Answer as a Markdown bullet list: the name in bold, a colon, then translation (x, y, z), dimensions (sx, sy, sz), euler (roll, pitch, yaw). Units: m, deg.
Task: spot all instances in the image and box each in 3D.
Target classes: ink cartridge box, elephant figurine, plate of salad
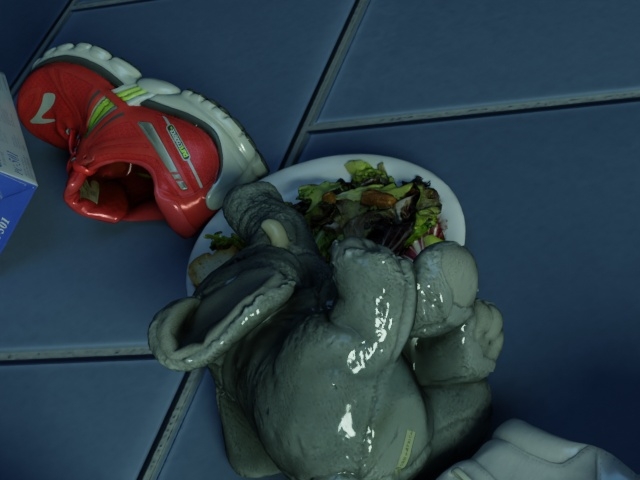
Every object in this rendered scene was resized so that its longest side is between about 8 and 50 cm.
- **ink cartridge box**: translation (-0.287, -0.063, 1.312), dimensions (0.097, 0.046, 0.207), euler (-58, 31, 18)
- **elephant figurine**: translation (-0.022, 0.065, 0.967), dimensions (0.239, 0.169, 0.186), euler (10, 15, 41)
- **plate of salad**: translation (0.000, 0.000, 1.101), dimensions (0.199, 0.048, 0.200), euler (-11, 41, 10)

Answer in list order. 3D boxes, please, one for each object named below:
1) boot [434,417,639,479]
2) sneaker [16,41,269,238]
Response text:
- **boot**: translation (0.143, 0.166, 0.779), dimensions (0.123, 0.095, 0.258), euler (-44, 39, -17)
- **sneaker**: translation (-0.168, -0.074, 1.257), dimensions (0.279, 0.107, 0.118), euler (20, 58, 44)
